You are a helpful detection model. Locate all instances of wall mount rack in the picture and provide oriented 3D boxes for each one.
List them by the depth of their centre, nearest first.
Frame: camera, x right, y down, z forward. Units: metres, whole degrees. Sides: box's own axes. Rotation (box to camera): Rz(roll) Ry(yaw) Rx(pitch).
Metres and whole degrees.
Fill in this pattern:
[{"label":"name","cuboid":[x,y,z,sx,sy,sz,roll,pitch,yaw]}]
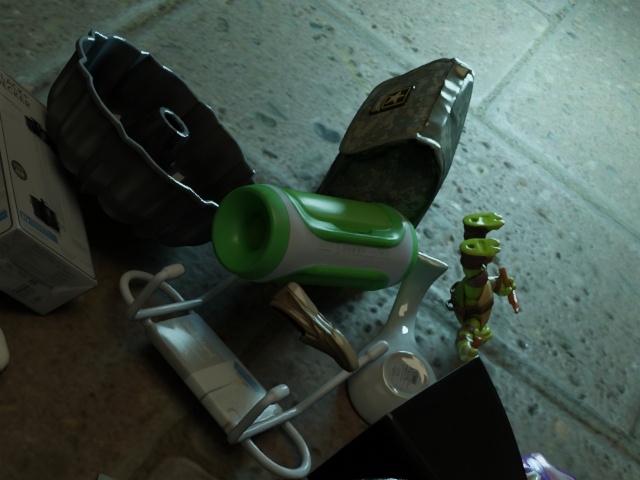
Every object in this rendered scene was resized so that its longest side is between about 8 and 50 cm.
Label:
[{"label":"wall mount rack","cuboid":[-0.080,0.124,1.487,0.350,0.130,0.304,48,23,15]}]

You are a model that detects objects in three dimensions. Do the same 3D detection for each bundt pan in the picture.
[{"label":"bundt pan","cuboid":[-0.237,-0.120,1.563,0.331,0.124,0.331,43,18,-18]}]

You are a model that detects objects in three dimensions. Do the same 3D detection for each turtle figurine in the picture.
[{"label":"turtle figurine","cuboid":[0.232,0.071,1.702,0.087,0.217,0.269,12,36,22]}]

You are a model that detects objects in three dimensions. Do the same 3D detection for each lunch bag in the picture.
[{"label":"lunch bag","cuboid":[0.112,-0.124,1.723,0.169,0.287,0.235,31,42,-2]}]

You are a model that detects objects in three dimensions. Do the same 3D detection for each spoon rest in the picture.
[{"label":"spoon rest","cuboid":[0.118,0.151,1.634,0.137,0.084,0.276,24,55,-8]}]

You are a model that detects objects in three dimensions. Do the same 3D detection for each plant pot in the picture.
[{"label":"plant pot","cuboid":[0.132,0.276,1.383,0.188,0.187,0.167,-23,73,-43]}]

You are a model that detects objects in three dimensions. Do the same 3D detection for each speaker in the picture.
[{"label":"speaker","cuboid":[0.000,0.000,1.520,0.296,0.131,0.131,7,45,-49]}]

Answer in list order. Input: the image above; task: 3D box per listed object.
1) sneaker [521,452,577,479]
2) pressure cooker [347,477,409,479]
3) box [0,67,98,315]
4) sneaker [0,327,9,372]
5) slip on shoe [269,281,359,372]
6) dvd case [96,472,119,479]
[{"label":"sneaker","cuboid":[0.331,0.368,1.537,0.236,0.095,0.104,43,34,13]},{"label":"pressure cooker","cuboid":[0.025,0.419,1.061,0.370,0.420,0.375,40,75,-1]},{"label":"box","cuboid":[-0.382,-0.070,1.451,0.169,0.087,0.290,46,19,-52]},{"label":"sneaker","cuboid":[-0.430,0.056,1.363,0.085,0.086,0.237,-11,59,-41]},{"label":"slip on shoe","cuboid":[-0.008,0.113,1.426,0.041,0.051,0.135,-39,91,-20]},{"label":"dvd case","cuboid":[-0.222,0.322,1.288,0.087,0.013,0.119,24,43,-11]}]
